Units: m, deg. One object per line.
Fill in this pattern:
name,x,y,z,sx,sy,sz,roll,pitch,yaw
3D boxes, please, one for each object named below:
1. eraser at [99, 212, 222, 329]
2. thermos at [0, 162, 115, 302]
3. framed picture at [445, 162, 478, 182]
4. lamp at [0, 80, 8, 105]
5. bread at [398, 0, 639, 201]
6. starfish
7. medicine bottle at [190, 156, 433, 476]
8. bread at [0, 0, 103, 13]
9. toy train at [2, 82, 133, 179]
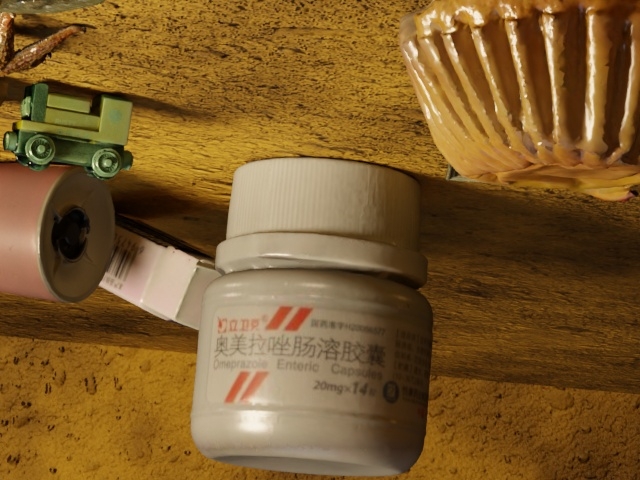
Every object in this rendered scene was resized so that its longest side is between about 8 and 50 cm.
eraser,-0.185,0.038,2.234,0.130,0.086,0.287,20,-178,-39
thermos,-0.377,-0.019,2.113,0.265,0.146,0.176,6,177,24
framed picture,0.210,-0.080,1.877,0.173,0.010,0.231,4,169,3
lamp,-0.440,-0.127,1.704,0.325,0.089,0.090,12,167,-31
bread,0.184,-0.114,1.363,0.274,0.149,0.274,0,174,0
starfish,-0.252,-0.154,1.608,0.133,0.041,0.130,1,170,21
medicine bottle,-0.004,0.083,2.037,0.245,0.306,0.245,4,168,1
bread,-0.212,-0.187,1.433,0.193,0.036,0.112,-3,168,35
toy train,-0.226,-0.098,1.781,0.122,0.081,0.050,10,179,-24
